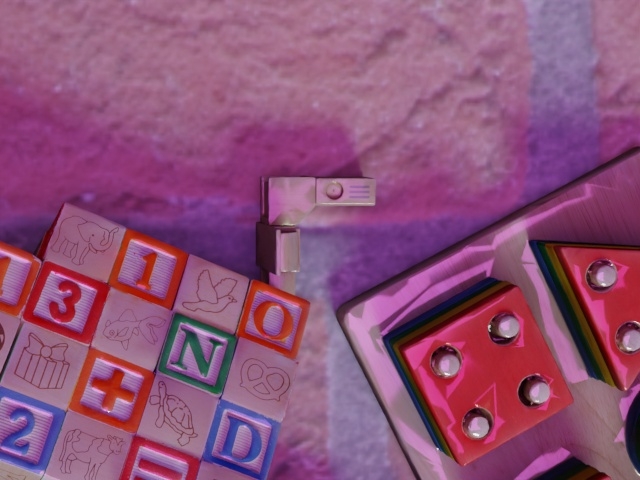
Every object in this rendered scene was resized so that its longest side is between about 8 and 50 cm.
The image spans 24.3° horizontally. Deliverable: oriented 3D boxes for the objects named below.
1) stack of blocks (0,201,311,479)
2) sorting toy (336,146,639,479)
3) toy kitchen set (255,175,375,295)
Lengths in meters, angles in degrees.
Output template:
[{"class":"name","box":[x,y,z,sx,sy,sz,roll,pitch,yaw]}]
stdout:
[{"class":"stack of blocks","box":[-0.171,0.071,0.903,0.297,0.087,0.171,22,58,-13]},{"class":"sorting toy","box":[0.184,0.105,1.022,0.255,0.089,0.257,-28,100,-9]},{"class":"toy kitchen set","box":[0.000,0.000,0.983,0.075,0.068,0.083,-1,95,-13]}]
